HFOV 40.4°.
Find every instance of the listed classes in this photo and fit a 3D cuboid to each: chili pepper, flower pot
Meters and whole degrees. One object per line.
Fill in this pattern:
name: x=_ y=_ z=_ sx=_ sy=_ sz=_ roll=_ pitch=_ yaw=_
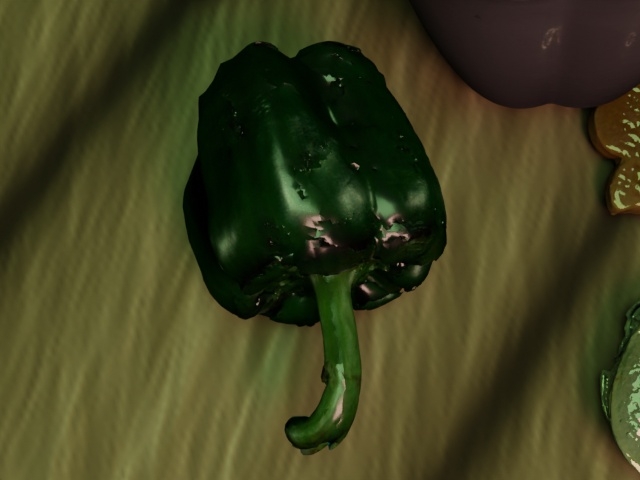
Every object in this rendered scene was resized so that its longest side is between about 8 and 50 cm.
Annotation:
chili pepper: x=0.000 y=0.000 z=0.576 sx=0.165 sy=0.174 sz=0.261 roll=-11 pitch=75 yaw=-28
flower pot: x=0.152 y=-0.213 z=0.568 sx=0.265 sy=0.243 sz=0.265 roll=-2 pitch=75 yaw=9

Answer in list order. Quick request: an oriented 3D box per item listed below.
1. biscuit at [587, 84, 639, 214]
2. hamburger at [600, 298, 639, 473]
biscuit: x=0.276 y=-0.092 z=0.658 sx=0.162 sy=0.035 sz=0.250 roll=-18 pitch=77 yaw=-5
hamburger: x=0.263 y=0.106 z=0.600 sx=0.133 sy=0.062 sz=0.140 roll=15 pitch=80 yaw=7
